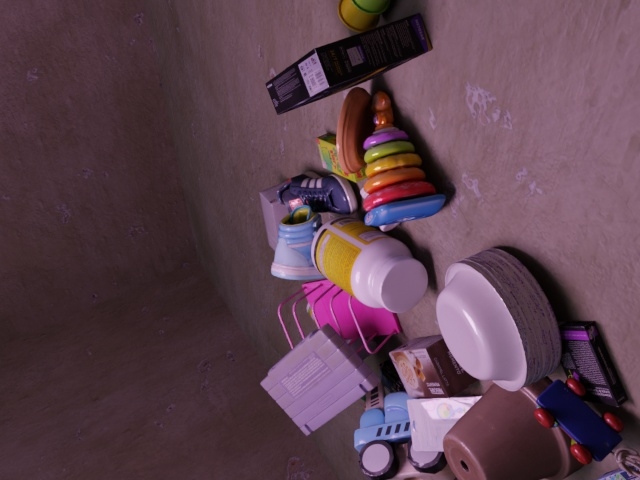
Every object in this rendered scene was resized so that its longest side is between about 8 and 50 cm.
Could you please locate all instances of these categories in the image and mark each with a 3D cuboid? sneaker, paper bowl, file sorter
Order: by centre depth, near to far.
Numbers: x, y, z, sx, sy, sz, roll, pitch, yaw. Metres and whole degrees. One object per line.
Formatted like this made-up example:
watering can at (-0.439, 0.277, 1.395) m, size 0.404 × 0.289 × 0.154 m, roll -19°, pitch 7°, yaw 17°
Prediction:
paper bowl at (0.344, 0.170, 1.387) m, size 0.284 × 0.148 × 0.284 m, roll 159°, pitch 90°, yaw -76°
sneaker at (0.000, 0.000, 1.978) m, size 0.127 × 0.319 × 0.208 m, roll 12°, pitch 101°, yaw 42°
sneaker at (-0.020, -0.121, 2.000) m, size 0.350 × 0.148 × 0.131 m, roll 17°, pitch 128°, yaw 64°
file sorter at (0.048, 0.231, 2.009) m, size 0.291 × 0.182 × 0.202 m, roll -13°, pitch 103°, yaw 39°

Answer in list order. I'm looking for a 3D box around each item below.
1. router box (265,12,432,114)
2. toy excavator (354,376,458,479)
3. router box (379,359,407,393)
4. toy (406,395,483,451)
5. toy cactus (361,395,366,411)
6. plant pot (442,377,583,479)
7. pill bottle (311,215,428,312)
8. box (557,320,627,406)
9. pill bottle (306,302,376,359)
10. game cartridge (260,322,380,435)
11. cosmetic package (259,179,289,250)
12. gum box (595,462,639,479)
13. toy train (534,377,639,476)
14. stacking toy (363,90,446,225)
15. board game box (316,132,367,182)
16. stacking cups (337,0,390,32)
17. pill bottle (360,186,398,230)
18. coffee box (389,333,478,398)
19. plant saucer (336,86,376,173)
router box at (0.048, -0.362, 1.423) m, size 0.309 × 0.243 × 0.081 m, roll 0°, pitch 113°, yaw 67°
toy excavator at (0.196, 0.534, 2.039) m, size 0.445 × 0.433 × 0.222 m, roll -87°, pitch -28°, yaw -42°
router box at (0.239, 0.452, 2.164) m, size 0.122 × 0.038 × 0.092 m, roll 41°, pitch 149°, yaw 49°
toy at (0.347, 0.474, 1.764) m, size 0.237 × 0.056 × 0.136 m, roll -13°, pitch 80°, yaw 38°
toy cactus at (0.162, 0.576, 2.432) m, size 0.219 × 0.112 × 0.180 m, roll 23°, pitch 144°, yaw 50°
plant pot at (0.400, 0.435, 1.474) m, size 0.263 × 0.229 × 0.263 m, roll 49°, pitch 153°, yaw 36°
pill bottle at (0.127, 0.064, 1.786) m, size 0.334 × 0.188 × 0.188 m, roll 32°, pitch 142°, yaw 57°
box at (0.499, 0.230, 1.283) m, size 0.162 × 0.029 × 0.116 m, roll 67°, pitch 161°, yaw -2°
pill bottle at (0.073, 0.278, 2.233) m, size 0.245 × 0.136 × 0.136 m, roll 50°, pitch 155°, yaw 31°
game cartridge at (-0.011, 0.407, 1.981) m, size 0.230 × 0.068 × 0.355 m, roll 50°, pitch 130°, yaw 7°
cosmetic package at (-0.122, -0.075, 2.339) m, size 0.107 × 0.127 × 0.238 m, roll 42°, pitch 148°, yaw 46°
gum box at (0.623, 0.514, 1.277) m, size 0.184 × 0.041 × 0.157 m, roll 59°, pitch 159°, yaw 21°
toy train at (0.515, 0.384, 1.283) m, size 0.248 × 0.105 × 0.143 m, roll 45°, pitch 170°, yaw 24°
stacking toy at (0.157, -0.192, 1.526) m, size 0.175 × 0.166 × 0.301 m, roll 139°, pitch 120°, yaw -79°
board game box at (0.057, -0.226, 1.840) m, size 0.181 × 0.043 × 0.092 m, roll 33°, pitch 142°, yaw 56°
stacking cups at (0.121, -0.513, 1.280) m, size 0.096 × 0.096 × 0.316 m, roll 63°, pitch 160°, yaw 5°
pill bottle at (0.153, -0.088, 1.725) m, size 0.120 × 0.067 × 0.067 m, roll 57°, pitch 158°, yaw 21°
coffee box at (0.294, 0.335, 1.807) m, size 0.141 × 0.098 × 0.246 m, roll 64°, pitch 160°, yaw 3°
plant saucer at (0.091, -0.251, 1.567) m, size 0.037 × 0.200 × 0.200 m, roll 11°, pitch 132°, yaw 22°
